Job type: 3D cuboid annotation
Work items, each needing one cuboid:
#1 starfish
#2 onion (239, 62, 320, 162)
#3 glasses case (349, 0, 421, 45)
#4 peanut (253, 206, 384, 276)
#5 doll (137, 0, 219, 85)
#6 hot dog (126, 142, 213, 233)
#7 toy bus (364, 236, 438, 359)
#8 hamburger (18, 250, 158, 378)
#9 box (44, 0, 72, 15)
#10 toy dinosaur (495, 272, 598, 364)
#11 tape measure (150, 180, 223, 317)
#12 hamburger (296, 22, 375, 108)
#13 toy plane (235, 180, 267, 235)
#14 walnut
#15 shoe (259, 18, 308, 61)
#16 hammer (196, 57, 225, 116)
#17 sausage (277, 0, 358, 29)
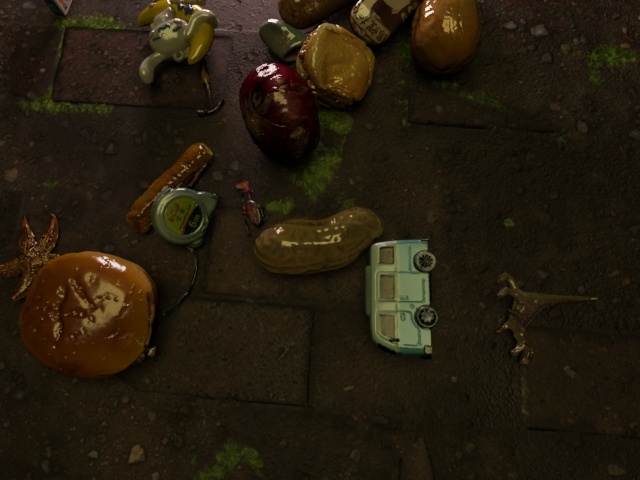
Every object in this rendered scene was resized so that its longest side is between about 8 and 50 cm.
[{"bbox_3d":[-0.725,0.042,1.255,0.240,0.043,0.228,-2,78,-1],"label":"starfish"},{"bbox_3d":[-0.094,-0.314,1.221,0.190,0.246,0.247,-27,77,-15],"label":"onion"},{"bbox_3d":[0.206,-0.656,1.297,0.122,0.082,0.321,42,88,-19],"label":"glasses case"},{"bbox_3d":[0.000,0.000,1.195,0.324,0.140,0.153,-16,35,-9],"label":"peanut"},{"bbox_3d":[-0.399,-0.566,1.346,0.251,0.111,0.238,-20,76,1],"label":"doll"},{"bbox_3d":[-0.390,-0.141,1.273,0.083,0.068,0.289,37,82,17],"label":"hot dog"},{"bbox_3d":[0.187,0.139,1.158,0.164,0.133,0.272,0,74,7],"label":"toy bus"},{"bbox_3d":[-0.531,0.174,1.154,0.313,0.170,0.290,12,84,3],"label":"hamburger"},{"bbox_3d":[-0.733,-0.811,1.333,0.048,0.273,0.265,13,77,4],"label":"box"},{"bbox_3d":[0.515,0.159,1.187,0.200,0.072,0.251,46,70,0],"label":"toy dinosaur"},{"bbox_3d":[-0.370,0.017,1.226,0.163,0.084,0.331,23,86,-18],"label":"tape measure"},{"bbox_3d":[0.040,-0.456,1.283,0.213,0.108,0.214,2,86,-24],"label":"hamburger"},{"bbox_3d":[-0.179,-0.087,1.269,0.060,0.037,0.145,-18,81,8],"label":"toy plane"},{"bbox_3d":[0.328,-0.546,1.281,0.192,0.193,0.226,6,73,3],"label":"walnut"},{"bbox_3d":[-0.087,-0.530,1.343,0.195,0.079,0.078,24,60,1],"label":"shoe"},{"bbox_3d":[-0.314,-0.441,1.361,0.078,0.021,0.201,-12,77,3],"label":"hammer"},{"bbox_3d":[0.108,-0.729,1.360,0.500,0.123,0.136,-27,53,-8],"label":"sausage"}]
